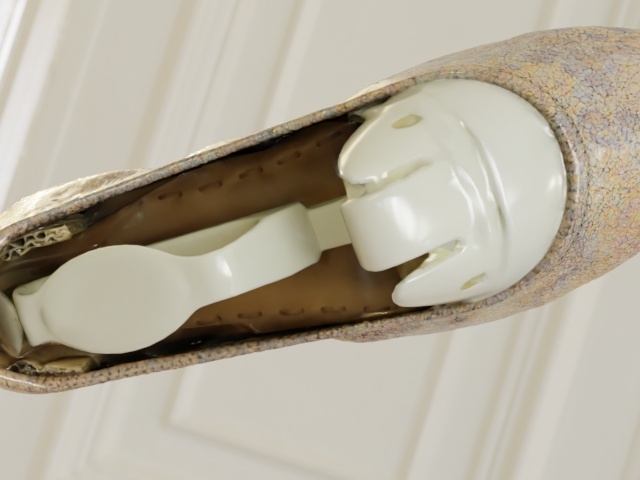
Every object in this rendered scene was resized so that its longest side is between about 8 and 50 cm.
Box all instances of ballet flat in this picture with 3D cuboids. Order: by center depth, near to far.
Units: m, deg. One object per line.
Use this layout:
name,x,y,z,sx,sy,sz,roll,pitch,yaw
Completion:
ballet flat,0.000,0.000,0.637,0.316,0.108,0.106,-18,4,14
